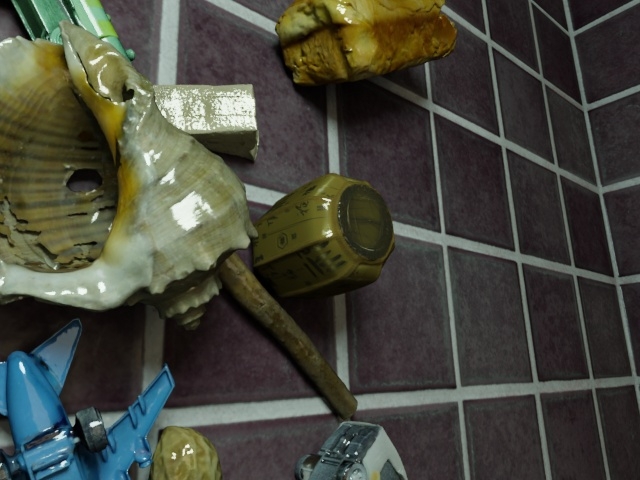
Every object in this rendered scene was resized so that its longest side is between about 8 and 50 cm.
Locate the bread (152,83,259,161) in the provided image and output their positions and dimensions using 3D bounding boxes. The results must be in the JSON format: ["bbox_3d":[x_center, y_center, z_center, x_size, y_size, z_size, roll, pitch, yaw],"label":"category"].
[{"bbox_3d":[-0.161,-0.165,0.718,0.151,0.105,0.078,-2,77,-10],"label":"bread"}]

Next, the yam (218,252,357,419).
[{"bbox_3d":[-0.049,0.132,0.715,0.045,0.045,0.327,-43,108,-17],"label":"yam"}]

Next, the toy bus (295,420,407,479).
[{"bbox_3d":[-0.008,0.393,0.636,0.342,0.097,0.138,-44,109,-40],"label":"toy bus"}]

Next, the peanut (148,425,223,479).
[{"bbox_3d":[-0.137,0.299,0.555,0.083,0.093,0.194,-17,92,-16],"label":"peanut"}]

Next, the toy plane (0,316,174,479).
[{"bbox_3d":[-0.246,0.221,0.477,0.253,0.105,0.272,-19,86,-29],"label":"toy plane"}]

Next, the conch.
[{"bbox_3d":[-0.223,-0.044,0.523,0.263,0.186,0.324,-26,80,-37],"label":"conch"}]

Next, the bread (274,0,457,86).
[{"bbox_3d":[0.087,-0.369,0.889,0.343,0.195,0.149,-29,117,-43],"label":"bread"}]

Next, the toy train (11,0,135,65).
[{"bbox_3d":[-0.295,-0.266,0.590,0.132,0.083,0.200,-35,104,-49],"label":"toy train"}]

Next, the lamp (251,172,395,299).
[{"bbox_3d":[0.000,0.000,0.702,0.161,0.185,0.162,16,66,-40],"label":"lamp"}]
